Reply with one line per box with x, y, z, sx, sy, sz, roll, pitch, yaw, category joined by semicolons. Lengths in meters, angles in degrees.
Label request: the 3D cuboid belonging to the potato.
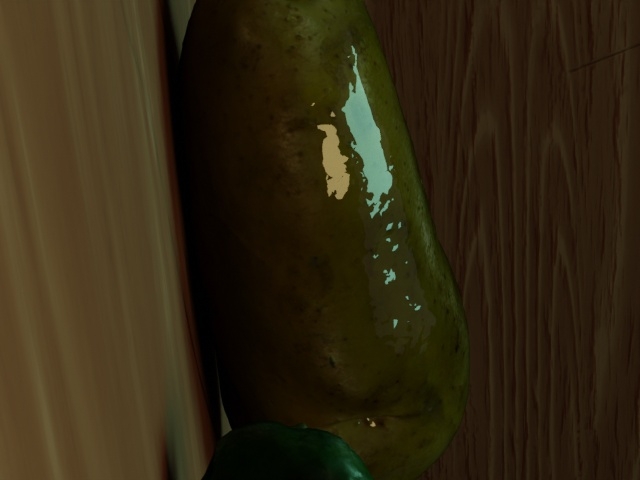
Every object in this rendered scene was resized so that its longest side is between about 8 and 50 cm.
0.000;0.000;1.044;0.195;0.176;0.369;-56;147;-42;potato

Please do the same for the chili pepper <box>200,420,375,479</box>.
-0.013;0.170;0.747;0.136;0.099;0.270;53;17;-29;chili pepper
